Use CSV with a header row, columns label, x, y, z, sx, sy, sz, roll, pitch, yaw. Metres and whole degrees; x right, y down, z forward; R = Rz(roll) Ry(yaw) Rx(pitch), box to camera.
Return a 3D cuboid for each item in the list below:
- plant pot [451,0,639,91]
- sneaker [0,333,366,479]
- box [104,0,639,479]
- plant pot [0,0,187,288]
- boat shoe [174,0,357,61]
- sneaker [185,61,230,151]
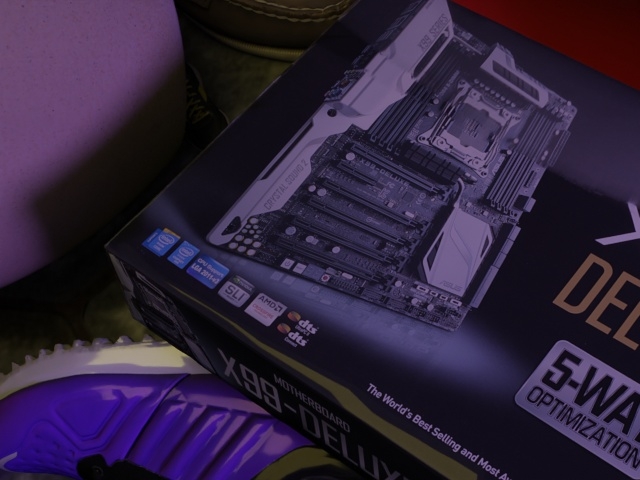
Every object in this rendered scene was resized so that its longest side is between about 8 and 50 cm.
label,x,y,z,sx,sy,sz,roll,pitch,yaw
plant pot,0.156,-0.236,0.661,0.275,0.275,0.243,28,73,28
sneaker,-0.074,0.132,0.690,0.293,0.102,0.146,-10,68,18
box,0.087,0.015,0.615,0.307,0.076,0.242,32,64,24
plant pot,-0.192,-0.105,0.760,0.191,0.284,0.284,-9,63,-19
boat shoe,-0.087,-0.223,0.830,0.324,0.097,0.116,34,86,29
sneaker,-0.089,-0.093,0.818,0.031,0.035,0.083,-37,62,7
